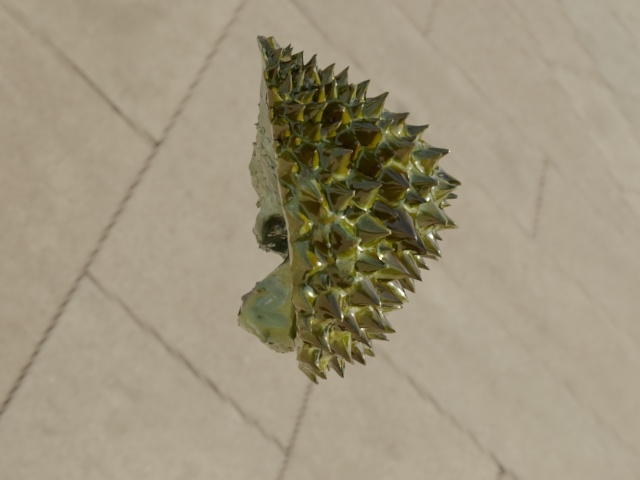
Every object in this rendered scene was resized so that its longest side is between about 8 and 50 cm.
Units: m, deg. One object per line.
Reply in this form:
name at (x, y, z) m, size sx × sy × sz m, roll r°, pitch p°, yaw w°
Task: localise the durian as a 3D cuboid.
durian at (0.000, 0.000, 1.241) m, size 0.166 × 0.172 × 0.306 m, roll 31°, pitch -18°, yaw 14°
